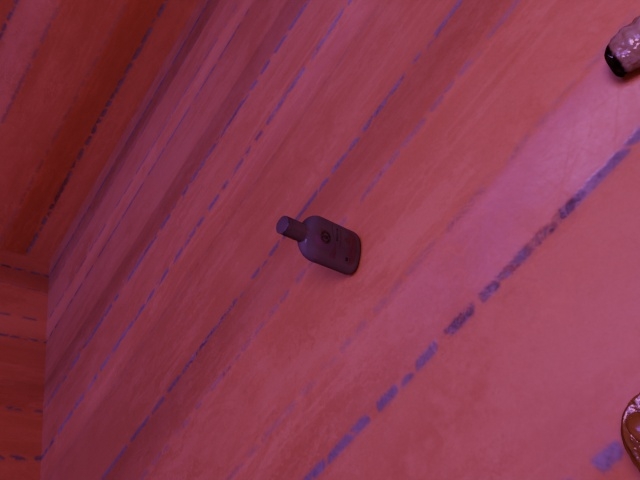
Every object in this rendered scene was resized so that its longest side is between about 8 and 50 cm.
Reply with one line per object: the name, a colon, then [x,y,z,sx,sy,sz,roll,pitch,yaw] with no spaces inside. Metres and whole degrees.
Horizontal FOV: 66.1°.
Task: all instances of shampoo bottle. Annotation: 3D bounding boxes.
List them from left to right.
shampoo bottle: [0.000,0.000,0.815,0.040,0.165,0.079,-13,62,46]

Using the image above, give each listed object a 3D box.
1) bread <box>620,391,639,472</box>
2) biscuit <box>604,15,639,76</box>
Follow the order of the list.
bread: [0.326,0.176,0.436,0.110,0.024,0.110,-31,46,38]
biscuit: [0.428,-0.274,0.550,0.219,0.055,0.061,-36,18,33]
